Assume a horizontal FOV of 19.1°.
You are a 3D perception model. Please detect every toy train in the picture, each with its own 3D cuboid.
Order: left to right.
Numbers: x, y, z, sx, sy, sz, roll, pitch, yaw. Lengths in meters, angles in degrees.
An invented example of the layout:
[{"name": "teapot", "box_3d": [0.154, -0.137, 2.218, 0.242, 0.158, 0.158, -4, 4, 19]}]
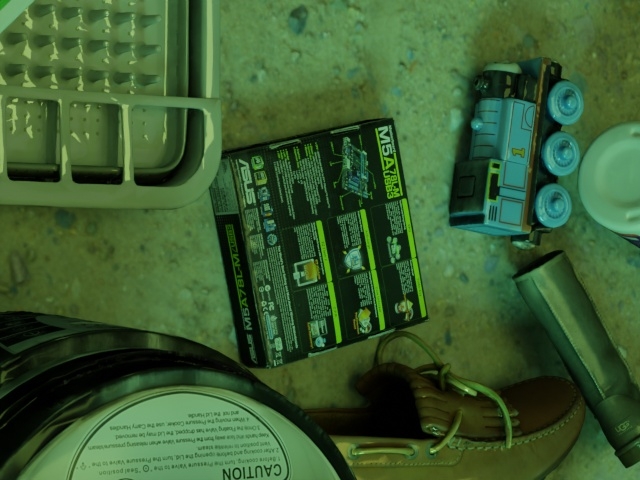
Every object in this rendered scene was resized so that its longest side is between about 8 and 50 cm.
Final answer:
[{"name": "toy train", "box_3d": [0.183, -0.085, 1.775, 0.105, 0.080, 0.184, 11, 84, -30]}]

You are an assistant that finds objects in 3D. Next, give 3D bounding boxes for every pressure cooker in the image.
[{"name": "pressure cooker", "box_3d": [-0.159, 0.250, 1.313, 0.370, 0.420, 0.375, -49, 116, -25]}]

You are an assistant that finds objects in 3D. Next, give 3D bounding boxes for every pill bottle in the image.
[{"name": "pill bottle", "box_3d": [0.329, -0.042, 1.832, 0.193, 0.108, 0.108, 23, 75, -60]}]

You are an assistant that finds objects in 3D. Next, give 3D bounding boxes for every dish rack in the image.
[{"name": "dish rack", "box_3d": [-0.212, -0.192, 1.489, 0.285, 0.072, 0.333, 1, 89, -35]}]

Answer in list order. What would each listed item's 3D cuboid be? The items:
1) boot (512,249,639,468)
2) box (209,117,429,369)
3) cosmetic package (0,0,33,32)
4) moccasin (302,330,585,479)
[{"name": "boot", "box_3d": [0.260, 0.108, 1.826, 0.076, 0.189, 0.208, -37, 84, 5]}, {"name": "box", "box_3d": [0.000, 0.000, 1.661, 0.184, 0.045, 0.191, -16, 98, -37]}, {"name": "cosmetic package", "box_3d": [-0.356, -0.149, 1.255, 0.365, 0.155, 0.197, -51, 119, -24]}, {"name": "moccasin", "box_3d": [0.074, 0.164, 1.668, 0.380, 0.139, 0.147, -7, 103, -27]}]
